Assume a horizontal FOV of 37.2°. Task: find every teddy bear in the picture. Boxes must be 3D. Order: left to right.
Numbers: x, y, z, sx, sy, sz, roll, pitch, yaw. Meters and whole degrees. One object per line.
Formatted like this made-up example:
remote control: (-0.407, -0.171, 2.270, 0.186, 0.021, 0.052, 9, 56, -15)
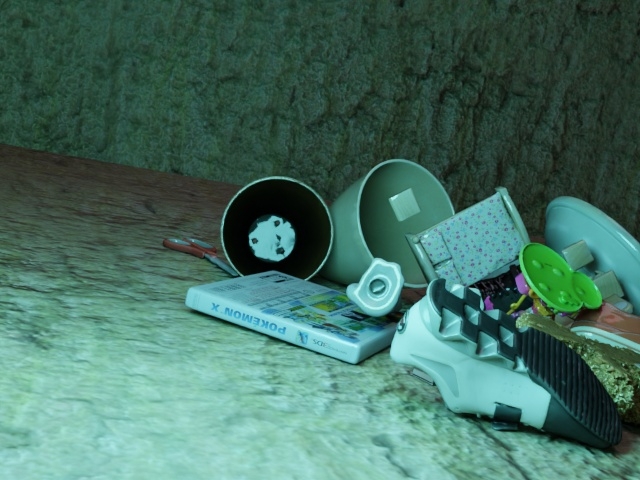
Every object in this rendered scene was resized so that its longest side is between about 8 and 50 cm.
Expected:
teddy bear: (0.435, 0.221, 1.408, 0.337, 0.113, 0.245, 18, 13, -11)

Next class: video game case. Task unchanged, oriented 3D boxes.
video game case: (-0.019, 0.120, 1.598, 0.299, 0.036, 0.329, 17, 9, 20)

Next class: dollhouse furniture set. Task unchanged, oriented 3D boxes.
dollhouse furniture set: (0.337, 0.021, 1.643, 0.303, 0.356, 0.174, -28, 11, -2)

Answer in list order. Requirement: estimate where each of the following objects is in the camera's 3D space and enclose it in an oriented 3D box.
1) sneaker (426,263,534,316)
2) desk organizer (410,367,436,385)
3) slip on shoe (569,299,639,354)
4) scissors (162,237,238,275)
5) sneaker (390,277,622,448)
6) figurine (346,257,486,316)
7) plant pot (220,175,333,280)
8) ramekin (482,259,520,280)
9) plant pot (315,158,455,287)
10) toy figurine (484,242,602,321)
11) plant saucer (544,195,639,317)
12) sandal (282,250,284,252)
sneaker: (0.348, 0.091, 1.873, 0.295, 0.147, 0.105, 8, 45, -34)
desk organizer: (0.202, 0.185, 1.436, 0.130, 0.050, 0.047, 4, 11, -41)
slip on shoe: (0.563, 0.187, 1.541, 0.331, 0.101, 0.123, 22, -28, 1)
scissors: (-0.221, 0.033, 1.986, 0.109, 0.021, 0.297, 6, 8, -43)
sneaker: (0.243, 0.188, 1.266, 0.330, 0.146, 0.122, 34, 35, -5)
figurine: (0.157, 0.107, 1.553, 0.214, 0.092, 0.209, 18, -7, 10)
plant pot: (-0.092, -0.011, 1.920, 0.215, 0.216, 0.230, 11, -3, -5)
ramekin: (0.467, 0.081, 2.246, 0.272, 0.127, 0.273, 11, 9, -2)
plant pot: (0.098, -0.006, 1.952, 0.256, 0.257, 0.274, 6, -16, -34)
toy figurine: (0.338, 0.107, 1.539, 0.173, 0.159, 0.130, 18, 44, -28)
plant saucer: (0.561, 0.098, 1.888, 0.400, 0.100, 0.400, 51, -6, 7)
sandal: (0.002, 0.001, 2.310, 0.240, 0.079, 0.088, 9, 9, -16)
